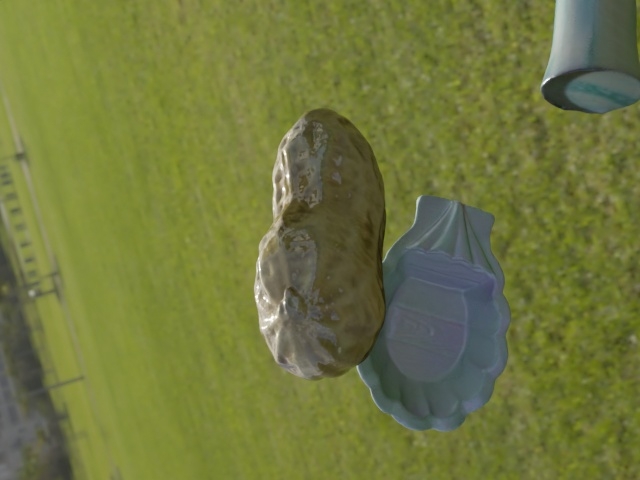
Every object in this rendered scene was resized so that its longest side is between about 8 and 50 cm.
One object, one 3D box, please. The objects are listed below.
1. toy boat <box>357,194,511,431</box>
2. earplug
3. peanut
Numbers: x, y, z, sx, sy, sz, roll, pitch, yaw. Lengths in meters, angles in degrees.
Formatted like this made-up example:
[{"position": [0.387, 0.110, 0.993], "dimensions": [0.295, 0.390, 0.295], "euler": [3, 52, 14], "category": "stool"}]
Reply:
[{"position": [0.137, 0.094, 1.596], "dimensions": [0.100, 0.199, 0.290], "euler": [162, 124, -74], "category": "toy boat"}, {"position": [0.501, -0.417, 2.332], "dimensions": [0.185, 0.185, 0.324], "euler": [119, 157, -71], "category": "earplug"}, {"position": [0.000, 0.000, 1.397], "dimensions": [0.140, 0.153, 0.325], "euler": [-22, 57, 40], "category": "peanut"}]
